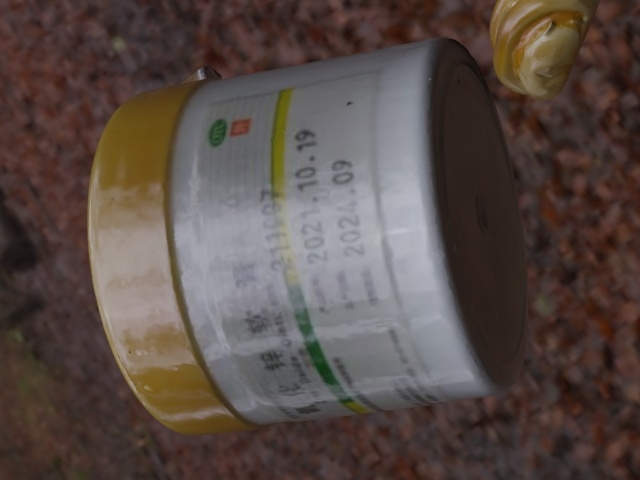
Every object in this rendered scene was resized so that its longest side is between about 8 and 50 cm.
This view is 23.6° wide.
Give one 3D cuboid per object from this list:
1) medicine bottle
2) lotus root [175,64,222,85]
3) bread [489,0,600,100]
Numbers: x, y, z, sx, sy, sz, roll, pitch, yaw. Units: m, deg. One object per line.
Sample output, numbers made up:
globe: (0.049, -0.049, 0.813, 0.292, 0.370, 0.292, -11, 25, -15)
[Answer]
medicine bottle: (0.000, 0.000, 1.010, 0.238, 0.232, 0.238, -9, -90, -70)
lotus root: (-0.093, -0.005, 1.319, 0.272, 0.192, 0.272, 60, -169, -19)
bread: (0.190, -0.197, 1.281, 0.084, 0.177, 0.119, 19, 135, 2)
